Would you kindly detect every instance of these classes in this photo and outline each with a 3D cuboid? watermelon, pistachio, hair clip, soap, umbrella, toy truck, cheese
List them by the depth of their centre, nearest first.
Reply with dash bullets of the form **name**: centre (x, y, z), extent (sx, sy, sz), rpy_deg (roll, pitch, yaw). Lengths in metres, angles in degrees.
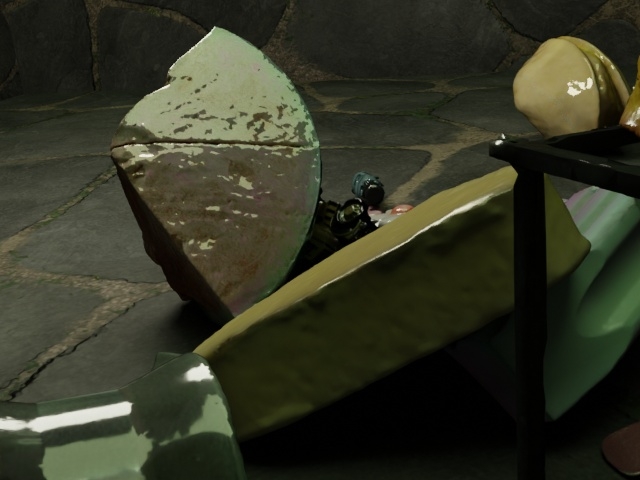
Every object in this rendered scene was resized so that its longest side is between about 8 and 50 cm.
- **hair clip**: centre (0.317, 0.177, 0.677), extent (0.137, 0.022, 0.054), rpy_deg (-8, 23, -10)
- **soap**: centre (0.254, 0.052, 0.801), extent (0.324, 0.109, 0.193), rpy_deg (-38, 3, -34)
- **cheese**: centre (0.074, 0.043, 0.811), extent (0.384, 0.104, 0.384), rpy_deg (-31, 2, 1)
- **watermelon**: centre (-0.127, -0.063, 1.050), extent (0.319, 0.222, 0.292), rpy_deg (42, 65, 9)
- **toy truck**: centre (0.004, -0.003, 1.094), extent (0.257, 0.127, 0.127), rpy_deg (19, 69, 52)
- **hair clip**: centre (0.091, -0.024, 1.234), extent (0.257, 0.075, 0.146), rpy_deg (9, 28, 45)
- **umbrella**: centre (0.087, -0.095, 1.382), extent (0.052, 0.053, 0.250), rpy_deg (4, 6, -2)
- **pistachio**: centre (0.563, -0.319, 1.702), extent (0.229, 0.238, 0.321), rpy_deg (-14, 41, -9)

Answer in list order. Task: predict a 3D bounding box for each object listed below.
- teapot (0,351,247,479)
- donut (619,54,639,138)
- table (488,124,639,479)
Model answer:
- **teapot**: centre (-0.220, 0.206, 0.441), extent (0.344, 0.253, 0.300), rpy_deg (-7, 53, -21)
- **donut**: centre (0.246, -0.091, 0.370), extent (0.190, 0.074, 0.174), rpy_deg (-4, 18, 1)
- **table**: centre (0.263, 0.111, 0.411), extent (0.222, 0.335, 0.272), rpy_deg (-12, 20, -20)
